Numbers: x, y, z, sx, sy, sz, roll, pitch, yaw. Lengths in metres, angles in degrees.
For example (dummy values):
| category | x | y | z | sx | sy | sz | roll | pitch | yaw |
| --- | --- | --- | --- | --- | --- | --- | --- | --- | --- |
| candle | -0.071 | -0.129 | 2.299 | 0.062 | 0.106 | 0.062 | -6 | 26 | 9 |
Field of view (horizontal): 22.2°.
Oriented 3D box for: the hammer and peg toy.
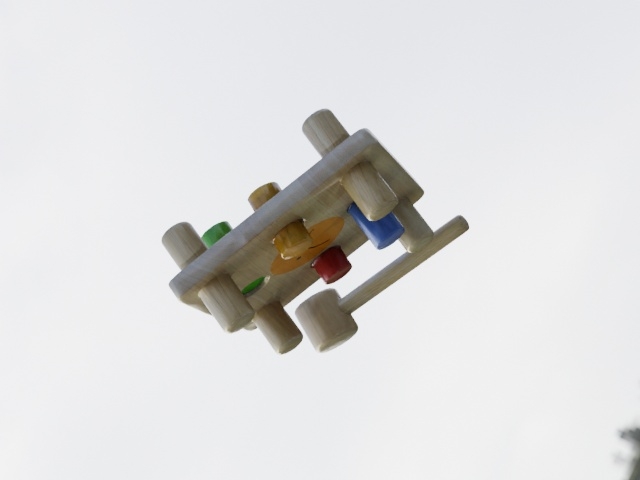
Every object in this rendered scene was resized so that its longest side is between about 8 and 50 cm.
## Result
| category | x | y | z | sx | sy | sz | roll | pitch | yaw |
| --- | --- | --- | --- | --- | --- | --- | --- | --- | --- |
| hammer and peg toy | 0.000 | 0.000 | 1.747 | 0.266 | 0.127 | 0.361 | -39 | -18 | 6 |
